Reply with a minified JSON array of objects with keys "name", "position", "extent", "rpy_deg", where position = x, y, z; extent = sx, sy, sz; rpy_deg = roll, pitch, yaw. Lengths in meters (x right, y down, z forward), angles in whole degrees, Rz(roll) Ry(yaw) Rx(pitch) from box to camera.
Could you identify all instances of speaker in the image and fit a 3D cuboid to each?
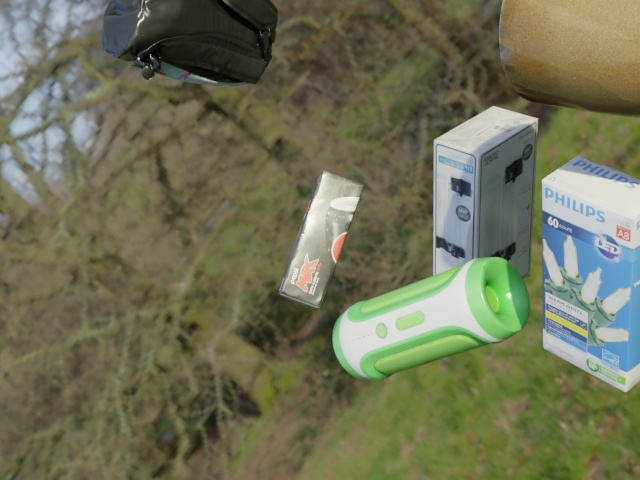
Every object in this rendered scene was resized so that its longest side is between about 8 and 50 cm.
[{"name":"speaker","position":[0.156,0.118,1.756],"extent":[0.296,0.131,0.131],"rpy_deg":[-24,26,42]}]

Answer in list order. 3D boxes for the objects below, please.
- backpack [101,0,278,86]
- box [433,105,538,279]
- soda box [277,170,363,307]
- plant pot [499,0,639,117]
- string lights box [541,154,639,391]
[{"name":"backpack","position":[-0.134,-0.236,1.277],"extent":[0.115,0.182,0.152],"rpy_deg":[29,99,45]},{"name":"box","position":[0.260,-0.046,1.906],"extent":[0.087,0.290,0.169],"rpy_deg":[21,39,36]},{"name":"soda box","position":[0.000,0.000,1.534],"extent":[0.053,0.060,0.169],"rpy_deg":[132,158,-84]},{"name":"plant pot","position":[0.357,-0.219,1.234],"extent":[0.254,0.237,0.237],"rpy_deg":[27,74,37]},{"name":"string lights box","position":[0.340,0.040,1.448],"extent":[0.077,0.260,0.133],"rpy_deg":[-32,42,-30]}]
